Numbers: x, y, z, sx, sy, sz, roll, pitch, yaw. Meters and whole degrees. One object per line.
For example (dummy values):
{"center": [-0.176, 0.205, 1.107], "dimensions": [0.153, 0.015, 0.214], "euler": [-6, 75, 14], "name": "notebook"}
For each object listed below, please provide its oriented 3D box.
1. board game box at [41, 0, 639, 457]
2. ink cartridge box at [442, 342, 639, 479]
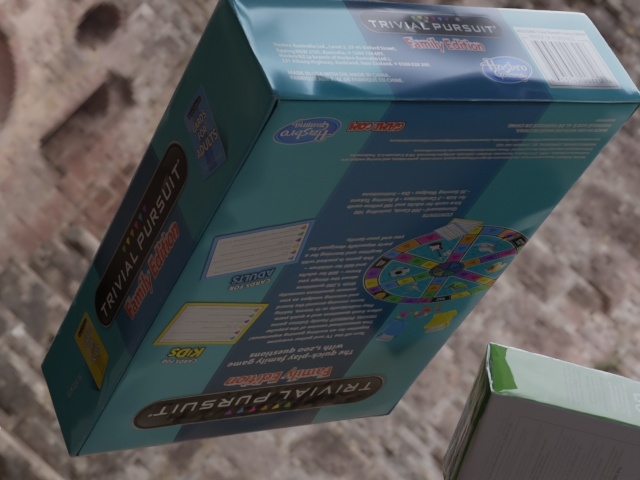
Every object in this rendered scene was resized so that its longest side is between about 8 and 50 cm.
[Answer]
{"center": [0.000, 0.000, 0.873], "dimensions": [0.336, 0.254, 0.079], "euler": [-56, -132, 42], "name": "board game box"}
{"center": [0.200, 0.154, 0.982], "dimensions": [0.209, 0.109, 0.062], "euler": [14, 30, -4], "name": "ink cartridge box"}
